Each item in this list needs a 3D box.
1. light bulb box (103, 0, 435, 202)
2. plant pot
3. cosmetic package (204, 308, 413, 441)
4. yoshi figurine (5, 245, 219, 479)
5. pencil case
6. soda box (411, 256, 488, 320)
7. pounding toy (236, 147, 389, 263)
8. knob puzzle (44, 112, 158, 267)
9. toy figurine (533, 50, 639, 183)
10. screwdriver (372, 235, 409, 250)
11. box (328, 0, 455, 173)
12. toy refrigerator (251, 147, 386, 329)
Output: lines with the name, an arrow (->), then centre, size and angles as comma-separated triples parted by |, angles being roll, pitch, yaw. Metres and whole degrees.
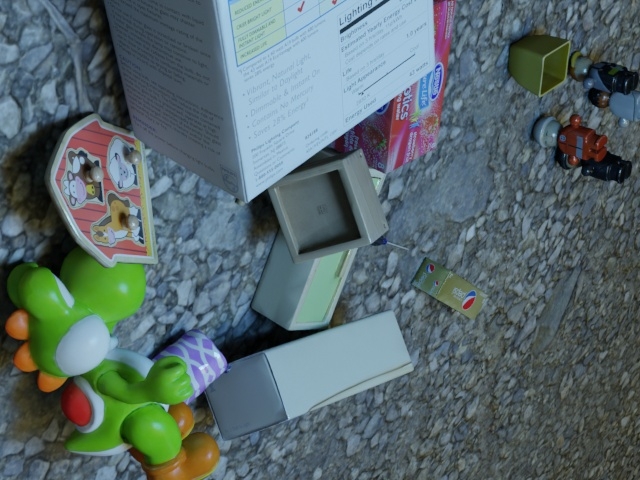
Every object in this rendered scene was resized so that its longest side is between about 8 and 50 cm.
light bulb box -> -0.058, -0.308, 1.624 | 0.358, 0.225, 0.361 | -38, 140, -31
plant pot -> 0.372, -0.311, 2.356 | 0.081, 0.083, 0.081 | -33, 139, -36
cosmetic package -> -0.016, 0.207, 2.131 | 0.309, 0.160, 0.113 | -16, 84, -47
yoshi figurine -> -0.247, 0.141, 1.752 | 0.362, 0.203, 0.203 | 58, 30, -31
pencil case -> -0.227, 0.214, 1.952 | 0.206, 0.086, 0.088 | -39, -177, -28
soda box -> 0.238, 0.090, 2.496 | 0.058, 0.061, 0.181 | -60, 147, 1
pounding toy -> -0.024, -0.081, 1.961 | 0.094, 0.181, 0.206 | -35, 108, -64
knob puzzle -> -0.259, -0.063, 1.647 | 0.213, 0.030, 0.213 | 32, 51, -53
toy figurine -> 0.516, -0.229, 2.567 | 0.213, 0.148, 0.210 | 26, 86, -55
screwdriver -> 0.117, 0.002, 2.306 | 0.025, 0.024, 0.170 | -40, 155, 22
box -> 0.103, -0.247, 2.007 | 0.128, 0.122, 0.257 | -28, 135, -41
toy refrigerator -> 0.000, 0.000, 2.081 | 0.102, 0.094, 0.270 | 4, 111, -54
